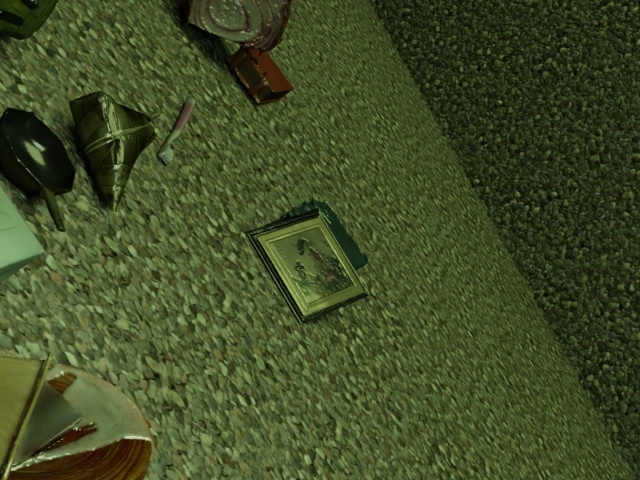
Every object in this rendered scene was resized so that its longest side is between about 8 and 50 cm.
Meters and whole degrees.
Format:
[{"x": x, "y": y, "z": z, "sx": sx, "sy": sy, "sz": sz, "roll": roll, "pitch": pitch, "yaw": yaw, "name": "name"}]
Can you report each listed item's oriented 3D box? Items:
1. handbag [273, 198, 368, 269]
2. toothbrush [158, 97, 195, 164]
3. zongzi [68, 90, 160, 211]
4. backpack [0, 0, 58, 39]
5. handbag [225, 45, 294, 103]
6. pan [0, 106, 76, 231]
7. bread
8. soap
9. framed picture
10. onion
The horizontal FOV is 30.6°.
[{"x": 0.000, "y": 0.000, "z": 2.267, "sx": 0.179, "sy": 0.062, "sz": 0.229, "roll": 56, "pitch": 18, "yaw": 5, "name": "handbag"}, {"x": -0.250, "y": -0.197, "z": 2.066, "sx": 0.025, "sy": 0.020, "sz": 0.286, "roll": 57, "pitch": 17, "yaw": -21, "name": "toothbrush"}, {"x": -0.292, "y": -0.121, "z": 1.762, "sx": 0.187, "sy": 0.084, "sz": 0.184, "roll": 11, "pitch": 60, "yaw": -70, "name": "zongzi"}, {"x": -0.435, "y": -0.416, "z": 1.720, "sx": 0.140, "sy": 0.207, "sz": 0.253, "roll": 25, "pitch": 39, "yaw": -29, "name": "backpack"}, {"x": -0.133, "y": -0.369, "z": 2.588, "sx": 0.127, "sy": 0.063, "sz": 0.190, "roll": 55, "pitch": 16, "yaw": 0, "name": "handbag"}, {"x": -0.382, "y": -0.089, "z": 1.513, "sx": 0.128, "sy": 0.048, "sz": 0.202, "roll": 44, "pitch": 20, "yaw": -26, "name": "pan"}, {"x": -0.267, "y": 0.197, "z": 1.095, "sx": 0.212, "sy": 0.142, "sz": 0.224, "roll": 17, "pitch": 28, "yaw": -9, "name": "bread"}, {"x": -0.414, "y": -0.042, "z": 1.327, "sx": 0.198, "sy": 0.066, "sz": 0.119, "roll": 55, "pitch": 20, "yaw": 1, "name": "soap"}, {"x": -0.019, "y": 0.043, "z": 2.108, "sx": 0.199, "sy": 0.010, "sz": 0.195, "roll": -19, "pitch": 73, "yaw": -45, "name": "framed picture"}, {"x": -0.170, "y": -0.530, "z": 2.477, "sx": 0.216, "sy": 0.206, "sz": 0.207, "roll": 21, "pitch": 17, "yaw": -19, "name": "onion"}]
